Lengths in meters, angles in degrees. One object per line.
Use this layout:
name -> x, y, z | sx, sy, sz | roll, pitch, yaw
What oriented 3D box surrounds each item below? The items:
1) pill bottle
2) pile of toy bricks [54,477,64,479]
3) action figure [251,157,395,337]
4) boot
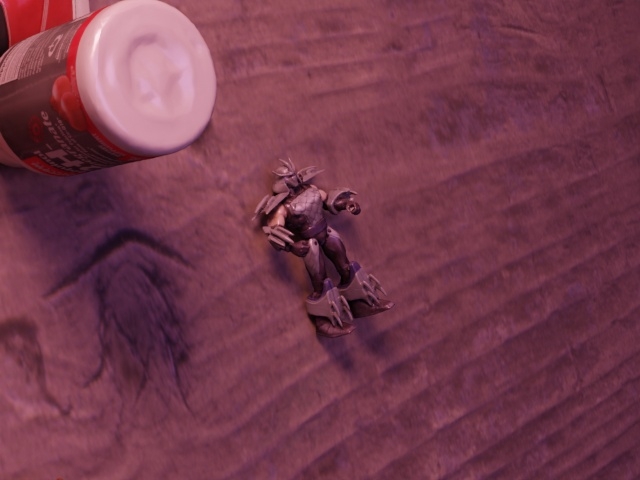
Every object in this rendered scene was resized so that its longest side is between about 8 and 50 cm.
pill bottle -> -0.283, -0.169, 1.386 | 0.176, 0.318, 0.176 | 5, 82, -42
pile of toy bricks -> -0.302, 0.368, 1.482 | 0.212, 0.118, 0.105 | 48, 24, -18
action figure -> 0.000, 0.000, 1.791 | 0.185, 0.099, 0.285 | -35, 107, -34
boot -> -0.382, -0.350, 1.451 | 0.176, 0.088, 0.244 | -16, 112, -40
